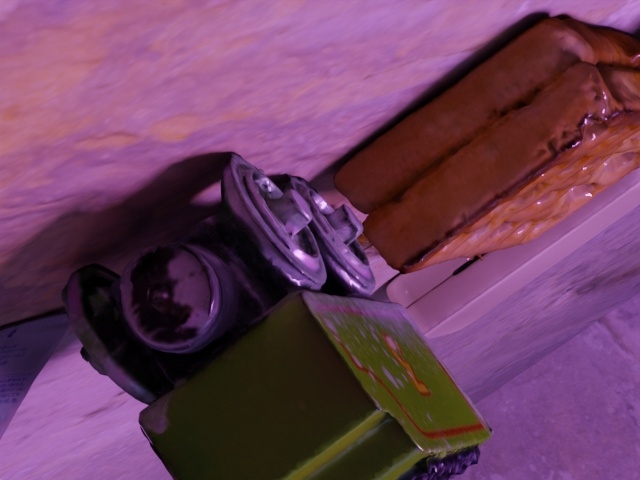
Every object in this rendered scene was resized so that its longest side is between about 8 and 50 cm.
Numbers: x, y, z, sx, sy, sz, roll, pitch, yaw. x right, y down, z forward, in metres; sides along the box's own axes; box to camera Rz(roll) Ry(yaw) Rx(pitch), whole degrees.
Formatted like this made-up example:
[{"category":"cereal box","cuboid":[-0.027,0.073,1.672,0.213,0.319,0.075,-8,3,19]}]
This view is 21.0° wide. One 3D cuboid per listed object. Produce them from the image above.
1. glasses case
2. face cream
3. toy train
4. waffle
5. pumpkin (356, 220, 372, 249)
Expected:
[{"category":"glasses case","cuboid":[0.217,-0.010,1.778,0.313,0.070,0.131,-38,166,24]},{"category":"face cream","cuboid":[-0.259,0.130,1.213,0.114,0.070,0.224,-17,149,-52]},{"category":"toy train","cuboid":[-0.024,0.085,1.141,0.173,0.249,0.307,-37,167,11]},{"category":"waffle","cuboid":[0.167,-0.074,1.350,0.224,0.098,0.328,-36,170,22]},{"category":"pumpkin","cuboid":[-0.001,0.000,1.373,0.073,0.035,0.101,-23,173,10]}]
